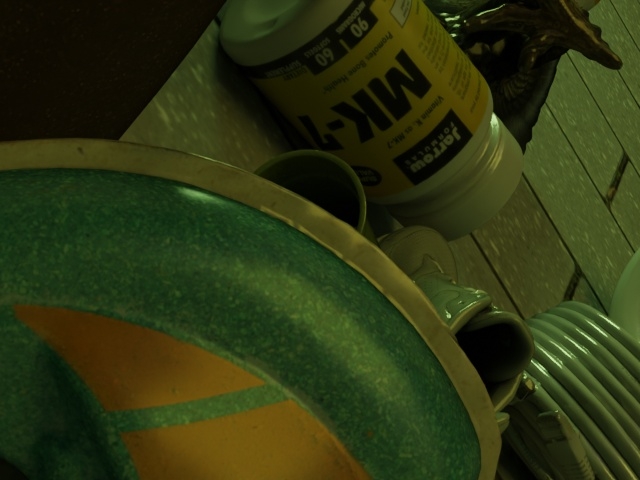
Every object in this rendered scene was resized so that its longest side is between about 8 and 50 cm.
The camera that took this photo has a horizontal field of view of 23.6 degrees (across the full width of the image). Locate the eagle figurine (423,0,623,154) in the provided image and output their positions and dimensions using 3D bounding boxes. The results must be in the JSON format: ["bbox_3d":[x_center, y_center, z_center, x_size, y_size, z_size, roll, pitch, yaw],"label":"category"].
[{"bbox_3d":[0.152,-0.183,1.314,0.298,0.225,0.226,-172,-87,-76],"label":"eagle figurine"}]

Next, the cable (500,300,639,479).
[{"bbox_3d":[0.201,0.156,0.993,0.257,0.089,0.257,53,-4,-7],"label":"cable"}]

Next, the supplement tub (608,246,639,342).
[{"bbox_3d":[0.434,0.127,1.433,0.316,0.228,0.228,40,31,-40],"label":"supplement tub"}]

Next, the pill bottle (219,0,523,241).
[{"bbox_3d":[0.040,-0.100,1.021,0.208,0.119,0.119,45,28,-31],"label":"pill bottle"}]

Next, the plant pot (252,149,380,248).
[{"bbox_3d":[0.000,0.000,0.893,0.079,0.083,0.083,43,27,-61],"label":"plant pot"}]

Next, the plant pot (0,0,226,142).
[{"bbox_3d":[-0.138,-0.083,0.498,0.215,0.230,0.215,45,28,-32],"label":"plant pot"}]

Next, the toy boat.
[{"bbox_3d":[-0.070,0.132,0.417,0.148,0.267,0.318,-138,-140,-77],"label":"toy boat"}]

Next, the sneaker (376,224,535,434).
[{"bbox_3d":[0.075,0.062,0.909,0.099,0.121,0.262,53,25,-21],"label":"sneaker"}]
